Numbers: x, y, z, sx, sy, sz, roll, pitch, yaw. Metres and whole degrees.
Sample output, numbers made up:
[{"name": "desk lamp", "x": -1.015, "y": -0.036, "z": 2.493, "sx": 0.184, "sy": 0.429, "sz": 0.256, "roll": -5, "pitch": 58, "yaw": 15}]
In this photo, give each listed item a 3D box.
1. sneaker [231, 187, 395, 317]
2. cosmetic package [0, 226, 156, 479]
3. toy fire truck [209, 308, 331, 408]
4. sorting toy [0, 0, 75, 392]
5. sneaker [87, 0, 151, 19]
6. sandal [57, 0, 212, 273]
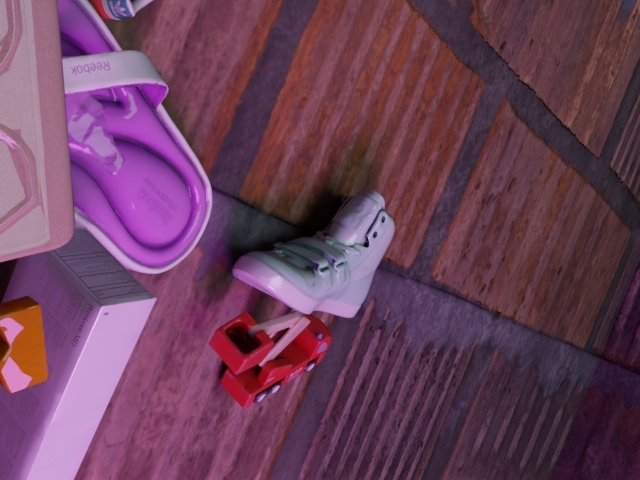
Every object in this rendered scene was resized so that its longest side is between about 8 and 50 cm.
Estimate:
[{"name": "sneaker", "x": 0.000, "y": 0.000, "z": 1.021, "sx": 0.151, "sy": 0.094, "sz": 0.256, "roll": -64, "pitch": 156, "yaw": 5}, {"name": "cosmetic package", "x": -0.219, "y": 0.115, "z": 0.730, "sx": 0.060, "sy": 0.099, "sz": 0.239, "roll": -4, "pitch": 128, "yaw": -52}, {"name": "toy fire truck", "x": -0.050, "y": 0.117, "z": 1.018, "sx": 0.192, "sy": 0.047, "sz": 0.135, "roll": -25, "pitch": 151, "yaw": -45}, {"name": "sorting toy", "x": -0.256, "y": -0.031, "z": 0.557, "sx": 0.229, "sy": 0.041, "sz": 0.307, "roll": -18, "pitch": 120, "yaw": -40}, {"name": "sneaker", "x": -0.125, "y": -0.230, "z": 0.742, "sx": 0.161, "sy": 0.075, "sz": 0.057, "roll": -49, "pitch": 142, "yaw": -25}, {"name": "sandal", "x": -0.175, "y": -0.087, "z": 0.705, "sx": 0.169, "sy": 0.102, "sz": 0.416, "roll": -65, "pitch": 153, "yaw": -9}]
